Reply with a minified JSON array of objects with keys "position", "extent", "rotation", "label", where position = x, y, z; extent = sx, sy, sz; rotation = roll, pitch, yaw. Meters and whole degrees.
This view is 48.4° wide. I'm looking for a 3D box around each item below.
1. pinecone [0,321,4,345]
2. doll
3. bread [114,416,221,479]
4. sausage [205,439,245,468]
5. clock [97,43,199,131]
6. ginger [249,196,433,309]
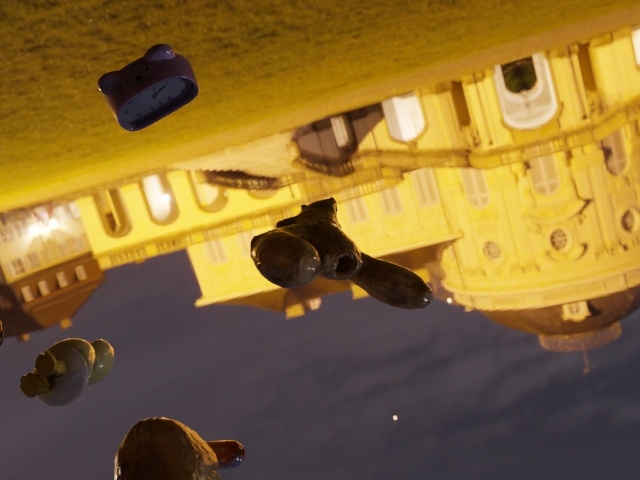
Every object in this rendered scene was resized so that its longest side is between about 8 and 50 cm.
[{"position":[-0.327,0.090,0.633],"extent":[0.083,0.077,0.077],"rotation":[-22,-173,26],"label":"pinecone"},{"position":[-0.510,0.260,1.473],"extent":[0.141,0.117,0.296],"rotation":[-58,-179,1],"label":"doll"},{"position":[-0.276,0.443,1.282],"extent":[0.245,0.244,0.134],"rotation":[-8,171,37],"label":"bread"},{"position":[-0.268,0.540,1.790],"extent":[0.234,0.071,0.071],"rotation":[-16,-172,40],"label":"sausage"},{"position":[-0.276,-0.244,1.146],"extent":[0.153,0.050,0.110],"rotation":[-30,158,2],"label":"clock"},{"position":[-0.016,0.013,1.311],"extent":[0.363,0.122,0.348],"rotation":[4,-159,-37],"label":"ginger"}]
